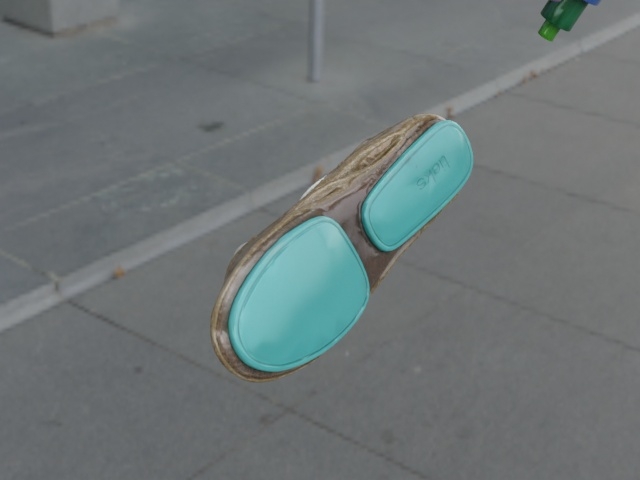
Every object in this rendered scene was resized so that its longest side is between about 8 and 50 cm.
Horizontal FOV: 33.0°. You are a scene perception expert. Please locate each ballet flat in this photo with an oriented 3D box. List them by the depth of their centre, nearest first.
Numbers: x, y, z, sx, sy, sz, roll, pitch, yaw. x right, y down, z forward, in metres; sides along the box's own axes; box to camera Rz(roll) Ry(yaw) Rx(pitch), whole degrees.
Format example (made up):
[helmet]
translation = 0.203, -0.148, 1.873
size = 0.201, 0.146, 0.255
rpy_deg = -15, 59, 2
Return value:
[ballet flat]
translation = 0.000, 0.000, 0.927
size = 0.124, 0.116, 0.342
rpy_deg = -4, 34, 46

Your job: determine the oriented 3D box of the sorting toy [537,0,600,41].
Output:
[sorting toy]
translation = 0.063, -0.090, 0.333
size = 0.061, 0.042, 0.102
rpy_deg = 24, 26, -16
